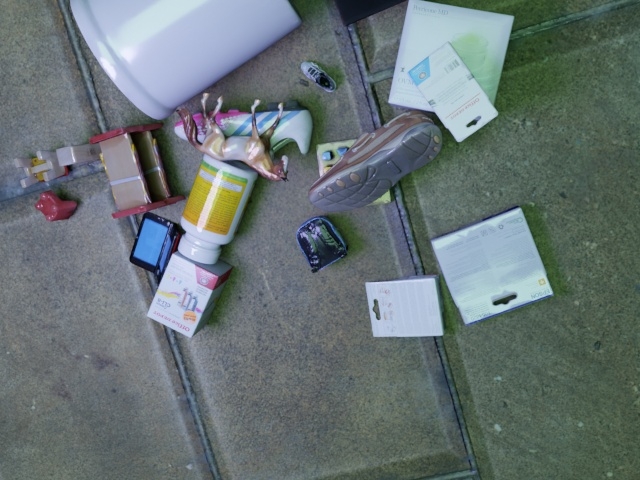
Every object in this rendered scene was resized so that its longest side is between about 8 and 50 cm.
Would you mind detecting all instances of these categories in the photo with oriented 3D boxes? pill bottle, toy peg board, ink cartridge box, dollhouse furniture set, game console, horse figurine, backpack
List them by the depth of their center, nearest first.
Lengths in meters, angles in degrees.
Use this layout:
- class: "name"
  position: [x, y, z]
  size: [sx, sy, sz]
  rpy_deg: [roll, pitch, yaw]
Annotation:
- class: "ink cartridge box"
  position: [0.273, -0.304, 1.388]
  size: [0.104, 0.060, 0.180]
  rpy_deg: [-35, 94, 13]
- class: "horse figurine"
  position: [-0.190, -0.233, 1.499]
  size: [0.263, 0.066, 0.174]
  rpy_deg: [7, 104, -2]
- class: "toy peg board"
  position: [0.075, -0.155, 1.573]
  size: [0.161, 0.079, 0.161]
  rpy_deg: [-7, 98, 9]
- class: "ink cartridge box"
  position: [0.401, 0.060, 1.576]
  size: [0.223, 0.045, 0.224]
  rpy_deg: [-21, 97, 12]
- class: "pill bottle"
  position: [-0.253, -0.075, 1.606]
  size: [0.136, 0.136, 0.246]
  rpy_deg: [23, 102, 4]
- class: "backpack"
  position: [0.000, 0.000, 1.606]
  size: [0.105, 0.084, 0.114]
  rpy_deg: [-29, 99, 11]
- class: "ink cartridge box"
  position: [0.208, 0.161, 1.635]
  size: [0.179, 0.045, 0.145]
  rpy_deg: [-5, 100, 28]
- class: "ink cartridge box"
  position: [-0.320, 0.124, 1.654]
  size: [0.128, 0.127, 0.176]
  rpy_deg: [26, 103, 3]
- class: "dollhouse furniture set"
  position: [-0.545, -0.150, 1.655]
  size: [0.374, 0.152, 0.201]
  rpy_deg: [-9, 99, 27]
- class: "game console"
  position: [-0.416, 0.019, 1.676]
  size: [0.085, 0.124, 0.144]
  rpy_deg: [16, 103, -21]

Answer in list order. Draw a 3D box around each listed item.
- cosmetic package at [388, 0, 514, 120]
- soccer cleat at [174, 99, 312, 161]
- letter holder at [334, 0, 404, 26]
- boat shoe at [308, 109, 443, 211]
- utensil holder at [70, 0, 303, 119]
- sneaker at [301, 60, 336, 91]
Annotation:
- class: "cosmetic package"
  position: [0.282, -0.389, 1.474]
  size: [0.224, 0.138, 0.225]
  rpy_deg: [12, 100, 6]
- class: "soccer cleat"
  position: [-0.181, -0.241, 1.577]
  size: [0.331, 0.116, 0.143]
  rpy_deg: [-5, 96, 9]
- class: "letter holder"
  position: [0.154, -0.629, 1.462]
  size: [0.302, 0.214, 0.152]
  rpy_deg: [-20, 128, 11]
- class: "boat shoe"
  position: [0.115, -0.176, 1.494]
  size: [0.324, 0.116, 0.123]
  rpy_deg: [-28, 137, 14]
- class: "utensil holder"
  position: [-0.278, -0.500, 1.446]
  size: [0.385, 0.327, 0.328]
  rpy_deg: [-30, 94, 11]
- class: "sneaker"
  position: [-0.006, -0.382, 1.552]
  size: [0.098, 0.069, 0.038]
  rpy_deg: [36, 102, 1]
